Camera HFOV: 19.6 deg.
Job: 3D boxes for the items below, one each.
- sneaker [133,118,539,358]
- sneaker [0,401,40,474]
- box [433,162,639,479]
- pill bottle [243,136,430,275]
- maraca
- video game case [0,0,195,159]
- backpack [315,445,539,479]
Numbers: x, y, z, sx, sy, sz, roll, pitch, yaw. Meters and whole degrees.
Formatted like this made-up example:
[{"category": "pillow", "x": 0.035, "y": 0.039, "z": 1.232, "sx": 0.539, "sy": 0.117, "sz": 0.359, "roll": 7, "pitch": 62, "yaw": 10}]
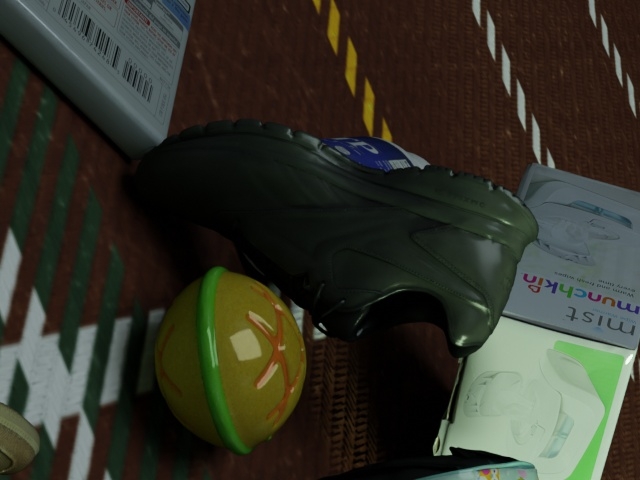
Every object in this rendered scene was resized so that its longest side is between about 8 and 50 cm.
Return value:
[{"category": "sneaker", "x": 0.000, "y": 0.000, "z": 1.280, "sx": 0.109, "sy": 0.286, "sz": 0.130, "roll": 65, "pitch": 40, "yaw": -69}, {"category": "sneaker", "x": -0.234, "y": 0.106, "z": 0.984, "sx": 0.188, "sy": 0.066, "sz": 0.071, "roll": 29, "pitch": 60, "yaw": -40}, {"category": "box", "x": 0.171, "y": 0.113, "z": 1.445, "sx": 0.231, "sy": 0.126, "sz": 0.262, "roll": -63, "pitch": 165, "yaw": -58}, {"category": "pill bottle", "x": 0.022, "y": -0.026, "z": 1.459, "sx": 0.186, "sy": 0.112, "sz": 0.112, "roll": -8, "pitch": 75, "yaw": -62}, {"category": "maraca", "x": -0.057, "y": 0.083, "z": 1.257, "sx": 0.185, "sy": 0.099, "sz": 0.127, "roll": 37, "pitch": 48, "yaw": -78}, {"category": "video game case", "x": -0.209, "y": -0.261, "z": 1.342, "sx": 0.329, "sy": 0.036, "sz": 0.300, "roll": 44, "pitch": 34, "yaw": -31}, {"category": "backpack", "x": 0.064, "y": 0.215, "z": 1.249, "sx": 0.166, "sy": 0.188, "sz": 0.144, "roll": 14, "pitch": 56, "yaw": -57}]
